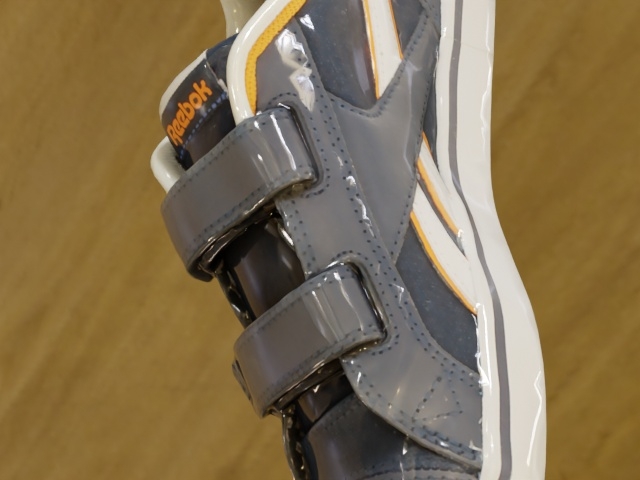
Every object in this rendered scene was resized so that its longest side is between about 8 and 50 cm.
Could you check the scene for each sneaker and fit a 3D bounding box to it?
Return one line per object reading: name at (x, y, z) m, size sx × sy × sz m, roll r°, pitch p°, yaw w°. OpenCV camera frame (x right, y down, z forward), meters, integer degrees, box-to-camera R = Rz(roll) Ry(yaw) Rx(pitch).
sneaker at (0.000, 0.000, 0.670) m, size 0.127 × 0.321 × 0.126 m, roll 12°, pitch 147°, yaw -25°
